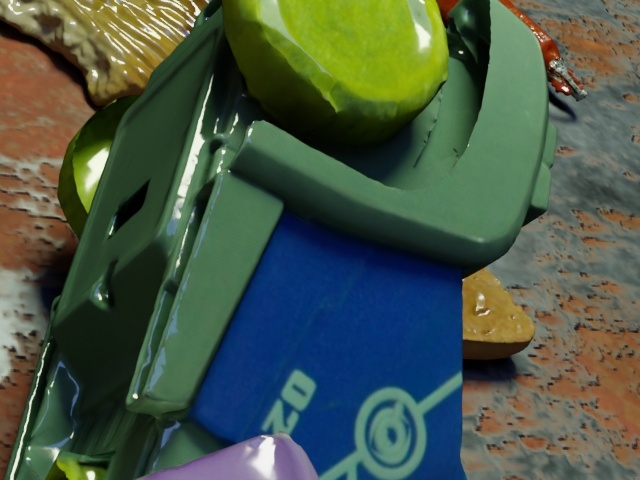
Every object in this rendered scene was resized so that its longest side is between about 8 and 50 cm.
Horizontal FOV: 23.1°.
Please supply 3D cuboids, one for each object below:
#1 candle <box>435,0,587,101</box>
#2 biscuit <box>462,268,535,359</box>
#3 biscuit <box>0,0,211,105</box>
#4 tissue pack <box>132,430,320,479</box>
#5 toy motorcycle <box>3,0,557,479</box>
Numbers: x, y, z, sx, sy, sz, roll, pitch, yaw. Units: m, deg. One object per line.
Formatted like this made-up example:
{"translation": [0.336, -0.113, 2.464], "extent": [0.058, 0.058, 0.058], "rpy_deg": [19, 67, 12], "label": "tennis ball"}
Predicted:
{"translation": [0.118, -0.150, 1.060], "extent": [0.162, 0.048, 0.053], "rpy_deg": [39, 67, 7], "label": "candle"}
{"translation": [0.000, 0.000, 0.820], "extent": [0.250, 0.035, 0.162], "rpy_deg": [26, 44, -6], "label": "biscuit"}
{"translation": [-0.137, -0.172, 0.922], "extent": [0.228, 0.031, 0.176], "rpy_deg": [48, 39, 19], "label": "biscuit"}
{"translation": [-0.057, 0.246, 0.326], "extent": [0.242, 0.160, 0.338], "rpy_deg": [-19, 58, -1], "label": "tissue pack"}
{"translation": [-0.013, 0.050, 0.633], "extent": [0.200, 0.191, 0.326], "rpy_deg": [26, 55, -22], "label": "toy motorcycle"}
